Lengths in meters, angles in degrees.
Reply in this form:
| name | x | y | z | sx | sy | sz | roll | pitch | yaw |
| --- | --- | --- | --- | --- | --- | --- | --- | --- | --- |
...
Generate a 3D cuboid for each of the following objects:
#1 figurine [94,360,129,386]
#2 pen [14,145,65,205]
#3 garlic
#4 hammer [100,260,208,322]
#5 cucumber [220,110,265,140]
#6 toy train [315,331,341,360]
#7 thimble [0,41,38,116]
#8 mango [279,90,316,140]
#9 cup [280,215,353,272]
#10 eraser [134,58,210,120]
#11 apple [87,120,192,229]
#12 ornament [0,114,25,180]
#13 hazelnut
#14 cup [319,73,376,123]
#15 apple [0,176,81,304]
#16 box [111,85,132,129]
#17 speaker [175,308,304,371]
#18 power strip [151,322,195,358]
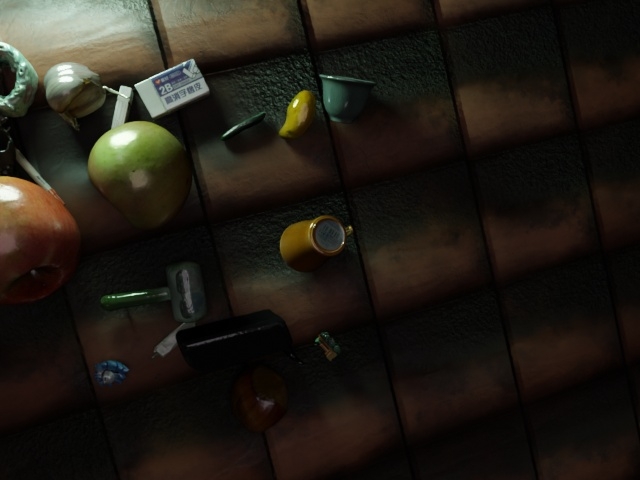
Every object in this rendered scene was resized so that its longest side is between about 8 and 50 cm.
| name | x | y | z | sx | sy | sz | roll | pitch | yaw |
| --- | --- | --- | --- | --- | --- | --- | --- | --- | --- |
| figurine | -0.677 | 0.432 | 1.778 | 0.114 | 0.079 | 0.114 | -4 | 118 | -7 |
| pen | -0.903 | -0.201 | 1.735 | 0.028 | 0.028 | 0.239 | -40 | 99 | -9 |
| garlic | -0.731 | -0.428 | 1.697 | 0.256 | 0.207 | 0.207 | 21 | 87 | -8 |
| hammer | -0.548 | 0.184 | 1.793 | 0.335 | 0.119 | 0.206 | -8 | 93 | -6 |
| cucumber | -0.263 | -0.393 | 1.871 | 0.184 | 0.036 | 0.033 | -30 | 90 | -9 |
| toy train | 0.025 | 0.376 | 1.958 | 0.064 | 0.044 | 0.103 | -41 | 100 | 2 |
| thimble | -0.961 | -0.478 | 1.653 | 0.185 | 0.149 | 0.211 | -20 | 95 | -13 |
| mango | -0.073 | -0.432 | 1.893 | 0.098 | 0.075 | 0.190 | 26 | 92 | 6 |
| cup | 0.000 | 0.000 | 1.838 | 0.226 | 0.264 | 0.182 | -18 | 87 | -23 |
| eraser | -0.486 | -0.497 | 1.801 | 0.210 | 0.068 | 0.124 | -29 | 100 | -10 |
| apple | -0.542 | -0.206 | 1.678 | 0.277 | 0.319 | 0.319 | -45 | 100 | -14 |
| ornament | -1.029 | -0.257 | 1.616 | 0.251 | 0.106 | 0.260 | -15 | 123 | -13 |
| hazelnut | -0.203 | 0.534 | 1.850 | 0.186 | 0.210 | 0.210 | -21 | 97 | -35 |
| cup | 0.084 | -0.486 | 1.890 | 0.199 | 0.199 | 0.150 | 4 | 109 | -13 |
| apple | -0.895 | -0.004 | 1.581 | 0.364 | 0.364 | 0.364 | 0 | 92 | -13 |
| box | -0.640 | -0.412 | 1.760 | 0.040 | 0.084 | 0.154 | 13 | 89 | -12 |
| speaker | -0.266 | 0.357 | 1.808 | 0.388 | 0.180 | 0.184 | -11 | 97 | -19 |
| power strip | -0.495 | 0.332 | 1.842 | 0.191 | 0.030 | 0.047 | -42 | 102 | -9 |
